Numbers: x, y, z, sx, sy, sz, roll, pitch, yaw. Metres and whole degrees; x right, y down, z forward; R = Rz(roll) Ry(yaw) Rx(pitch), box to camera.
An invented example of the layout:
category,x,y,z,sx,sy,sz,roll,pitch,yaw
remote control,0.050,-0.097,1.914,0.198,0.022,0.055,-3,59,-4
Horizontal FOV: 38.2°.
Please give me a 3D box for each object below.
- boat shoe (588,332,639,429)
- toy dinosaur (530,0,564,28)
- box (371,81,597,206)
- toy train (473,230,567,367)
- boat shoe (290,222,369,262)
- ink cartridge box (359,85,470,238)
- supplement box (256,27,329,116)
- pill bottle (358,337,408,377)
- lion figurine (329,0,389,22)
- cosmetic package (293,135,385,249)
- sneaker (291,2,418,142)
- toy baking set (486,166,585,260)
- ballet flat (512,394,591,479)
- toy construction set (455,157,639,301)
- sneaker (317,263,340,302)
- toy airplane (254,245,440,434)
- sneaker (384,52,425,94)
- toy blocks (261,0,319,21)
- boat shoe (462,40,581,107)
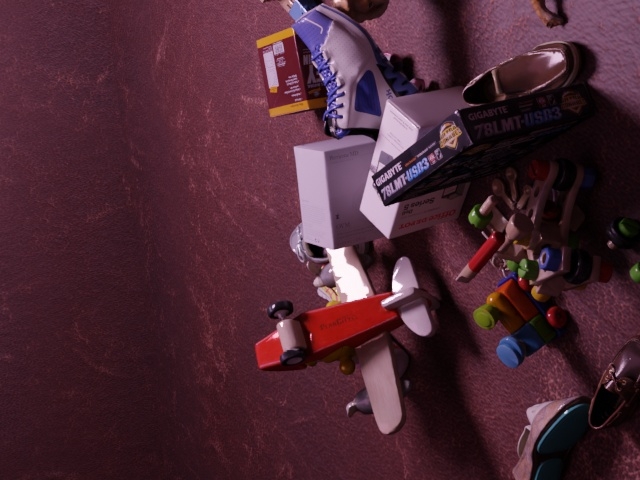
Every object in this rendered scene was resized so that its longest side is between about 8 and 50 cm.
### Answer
category,x,y,z,sx,sy,sz,roll,pitch,yaw
boat shoe,0.532,0.255,1.630,0.073,0.073,0.207,45,137,43
toy dinosaur,0.360,-0.468,1.614,0.211,0.064,0.112,65,150,17
box,0.284,-0.169,1.640,0.293,0.295,0.073,-38,72,59
toy train,0.343,0.114,1.768,0.248,0.143,0.105,52,146,6
boat shoe,0.001,0.003,2.383,0.320,0.103,0.118,7,109,58
ink cartridge box,0.210,-0.157,1.865,0.115,0.198,0.273,48,141,36
supplement box,-0.041,-0.412,2.247,0.191,0.129,0.194,1,103,59
pill bottle,0.122,0.262,2.288,0.193,0.108,0.108,44,138,42
lion figurine,0.058,-0.632,1.836,0.142,0.240,0.392,-20,98,59
cosmetic package,0.077,-0.117,2.081,0.138,0.224,0.224,14,115,57
sneaker,0.051,-0.304,1.831,0.315,0.182,0.127,42,167,-13
toy baking set,0.395,-0.032,1.777,0.256,0.030,0.196,32,129,50
ballet flat,0.440,0.388,1.820,0.106,0.108,0.316,-116,30,-46
toy construction set,0.358,0.022,1.595,0.257,0.309,0.237,65,148,26
sneaker,0.052,0.118,2.371,0.208,0.081,0.094,26,122,53
toy airplane,0.091,0.199,2.106,0.384,0.386,0.272,24,163,21
sneaker,0.120,-0.374,2.038,0.319,0.112,0.131,47,125,31
toy blocks,-0.057,-0.675,2.142,0.261,0.191,0.381,51,138,17
boat shoe,0.354,-0.286,1.669,0.257,0.095,0.095,-22,84,60
